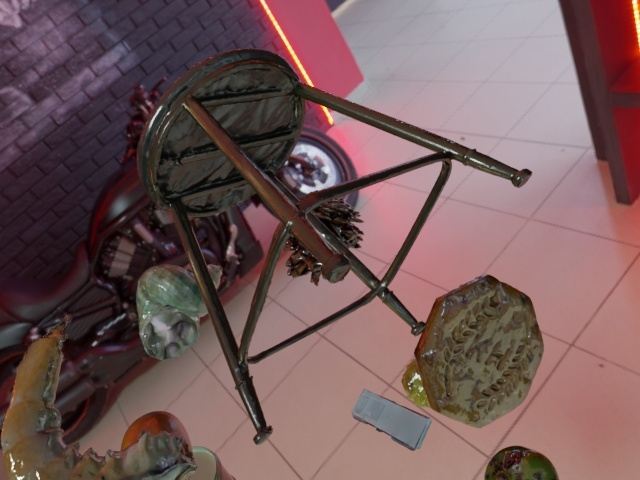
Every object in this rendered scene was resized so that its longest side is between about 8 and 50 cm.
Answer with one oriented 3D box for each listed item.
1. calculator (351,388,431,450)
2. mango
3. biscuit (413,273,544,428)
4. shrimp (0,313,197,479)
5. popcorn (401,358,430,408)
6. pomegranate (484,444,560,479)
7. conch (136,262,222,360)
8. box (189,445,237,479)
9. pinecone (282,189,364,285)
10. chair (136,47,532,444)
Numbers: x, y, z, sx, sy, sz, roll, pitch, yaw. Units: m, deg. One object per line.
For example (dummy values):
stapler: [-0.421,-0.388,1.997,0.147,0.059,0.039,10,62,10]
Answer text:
calculator: [0.111,0.291,0.838,0.172,0.018,0.057,0,58,59]
mango: [-0.338,0.448,1.057,0.152,0.120,0.221,-56,35,-4]
biscuit: [0.373,0.254,1.171,0.359,0.359,0.046,-46,18,-15]
shrimp: [-0.323,0.263,0.687,0.185,0.287,0.068,-41,-8,-30]
popcorn: [0.335,0.436,1.591,0.173,0.174,0.142,-1,8,40]
pomegranate: [0.336,0.399,0.831,0.122,0.161,0.122,-20,60,39]
conch: [-0.359,0.154,1.286,0.277,0.220,0.195,-45,11,-18]
box: [-0.337,0.688,1.358,0.226,0.149,0.226,-20,29,11]
pinecone: [-0.003,-0.004,1.119,0.179,0.184,0.205,27,93,54]
chair: [-0.035,-0.039,0.741,0.364,0.362,0.410,-24,58,-38]
